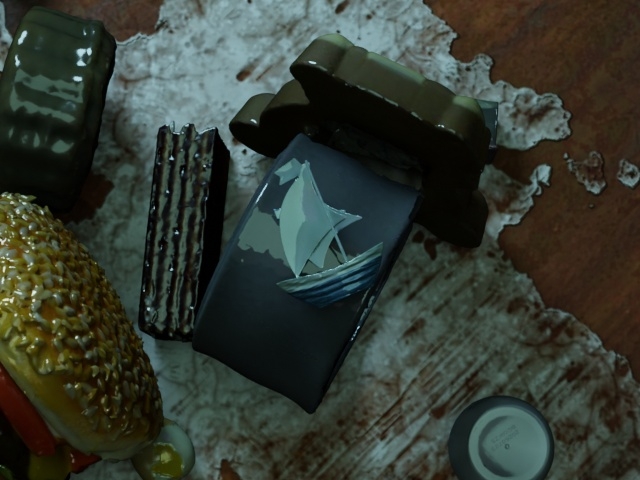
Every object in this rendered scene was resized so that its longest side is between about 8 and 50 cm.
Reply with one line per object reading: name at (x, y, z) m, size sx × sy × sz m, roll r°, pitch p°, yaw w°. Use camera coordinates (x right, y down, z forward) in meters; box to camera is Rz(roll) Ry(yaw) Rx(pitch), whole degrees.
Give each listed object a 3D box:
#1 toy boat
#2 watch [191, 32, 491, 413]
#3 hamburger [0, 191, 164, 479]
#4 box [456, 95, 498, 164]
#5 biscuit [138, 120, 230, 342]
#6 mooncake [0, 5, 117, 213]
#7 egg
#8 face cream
toy boat at (-0.011, 0.000, 1.636) m, size 0.105 × 0.034 × 0.149 m, roll -44°, pitch 83°, yaw 3°
watch at (0.000, 0.000, 1.780) m, size 0.314 × 0.335 × 0.326 m, roll 27°, pitch 72°, yaw 3°
hamburger at (-0.323, 0.121, 1.752) m, size 0.250 × 0.330 × 0.330 m, roll -27°, pitch 82°, yaw -1°
box at (0.164, -0.129, 1.943) m, size 0.085 × 0.060 × 0.063 m, roll 10°, pitch 73°, yaw 1°
biscuit at (-0.152, -0.011, 1.891) m, size 0.070 × 0.106 × 0.252 m, roll 4°, pitch 80°, yaw 6°
mooncake at (-0.297, -0.140, 1.855) m, size 0.124 × 0.228 × 0.228 m, roll 17°, pitch 81°, yaw -6°
egg at (-0.178, 0.232, 1.870) m, size 0.071 × 0.071 × 0.083 m, roll -34°, pitch 81°, yaw -6°
face cream at (0.201, 0.229, 1.860) m, size 0.117 × 0.104 × 0.117 m, roll 0°, pitch 82°, yaw -1°
